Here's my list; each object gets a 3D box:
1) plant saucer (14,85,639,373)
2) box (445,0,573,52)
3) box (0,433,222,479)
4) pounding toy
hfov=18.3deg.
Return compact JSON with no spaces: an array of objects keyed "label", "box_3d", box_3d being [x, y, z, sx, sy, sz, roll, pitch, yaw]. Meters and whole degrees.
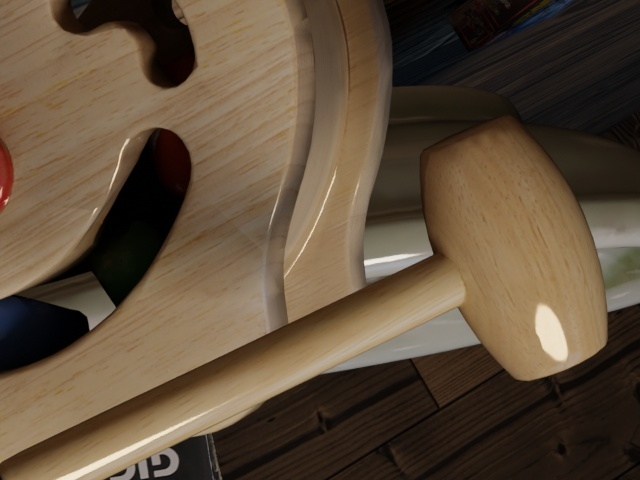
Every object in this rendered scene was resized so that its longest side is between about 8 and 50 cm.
[{"label":"plant saucer","box_3d":[0.000,0.000,0.968,0.400,0.101,0.400,-10,172,-1]},{"label":"box","box_3d":[0.143,-0.156,1.083,0.137,0.027,0.094,-35,176,40]},{"label":"box","box_3d":[-0.214,0.120,0.948,0.295,0.073,0.293,-8,170,-14]},{"label":"pounding toy","box_3d":[-0.071,-0.020,0.510,0.269,0.154,0.155,-12,-177,21]}]
